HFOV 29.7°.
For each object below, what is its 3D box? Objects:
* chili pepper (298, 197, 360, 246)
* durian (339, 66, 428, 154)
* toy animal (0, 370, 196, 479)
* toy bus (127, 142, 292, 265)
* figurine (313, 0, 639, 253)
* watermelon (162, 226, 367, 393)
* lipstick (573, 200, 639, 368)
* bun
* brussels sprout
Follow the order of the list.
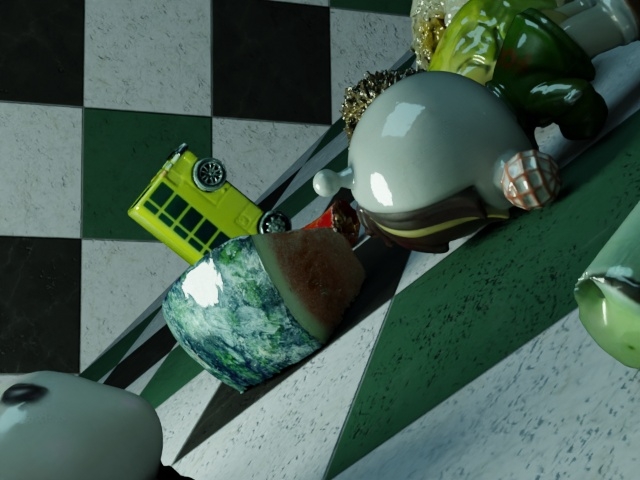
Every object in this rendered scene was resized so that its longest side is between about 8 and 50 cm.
[{"bbox_3d":[0.000,0.000,1.675,0.070,0.073,0.123,-6,-21,-48],"label":"chili pepper"},{"bbox_3d":[0.127,-0.180,1.696,0.196,0.167,0.196,-23,21,10],"label":"durian"},{"bbox_3d":[-0.188,0.211,0.944,0.187,0.235,0.165,-39,3,24],"label":"toy animal"},{"bbox_3d":[-0.143,-0.009,1.762,0.150,0.262,0.128,-52,10,-11],"label":"toy bus"},{"bbox_3d":[0.171,-0.123,1.178,0.370,0.167,0.281,-37,23,4],"label":"figurine"},{"bbox_3d":[-0.056,0.087,1.423,0.226,0.148,0.318,-27,-10,-16],"label":"watermelon"},{"bbox_3d":[0.251,-0.049,0.703,0.304,0.076,0.076,-48,9,-27],"label":"lipstick"},{"bbox_3d":[0.254,-0.361,1.778,0.281,0.205,0.281,-28,13,7],"label":"bun"},{"bbox_3d":[0.204,-0.202,1.408,0.223,0.161,0.223,-38,3,2],"label":"brussels sprout"}]
